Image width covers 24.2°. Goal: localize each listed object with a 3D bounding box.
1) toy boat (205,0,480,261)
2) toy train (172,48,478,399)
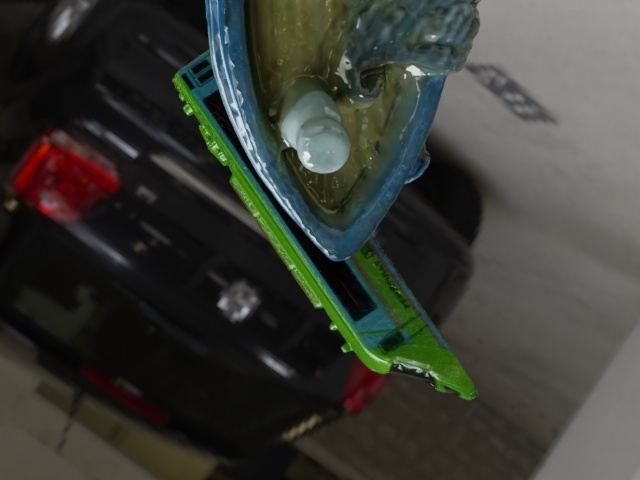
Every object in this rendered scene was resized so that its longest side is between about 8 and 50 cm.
[{"bbox_3d":[0.017,-0.104,0.540,0.109,0.237,0.098,-3,-151,-19],"label":"toy boat"},{"bbox_3d":[0.000,0.000,0.724,0.209,0.042,0.044,56,177,4],"label":"toy train"}]
